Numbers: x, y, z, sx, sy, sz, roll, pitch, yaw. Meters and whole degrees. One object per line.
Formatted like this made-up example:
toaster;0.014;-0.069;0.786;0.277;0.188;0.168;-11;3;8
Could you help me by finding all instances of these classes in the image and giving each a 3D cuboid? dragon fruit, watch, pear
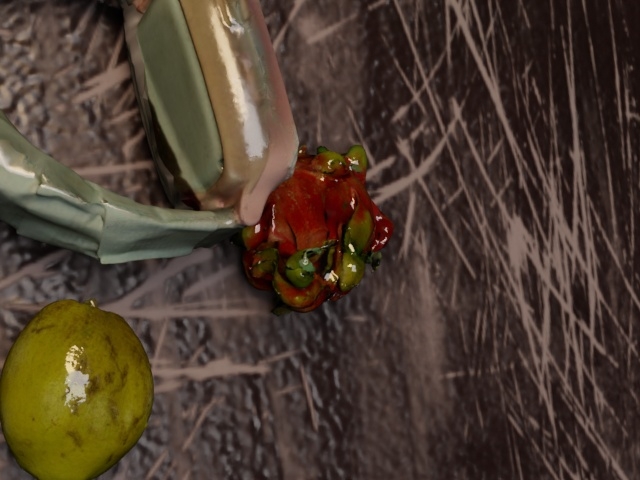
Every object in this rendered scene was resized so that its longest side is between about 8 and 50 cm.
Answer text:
dragon fruit;0.000;0.000;0.788;0.138;0.175;0.142;10;109;-14
watch;-0.166;-0.106;0.675;0.241;0.162;0.253;-14;83;-30
pear;-0.170;0.106;0.683;0.107;0.107;0.131;14;86;-24
